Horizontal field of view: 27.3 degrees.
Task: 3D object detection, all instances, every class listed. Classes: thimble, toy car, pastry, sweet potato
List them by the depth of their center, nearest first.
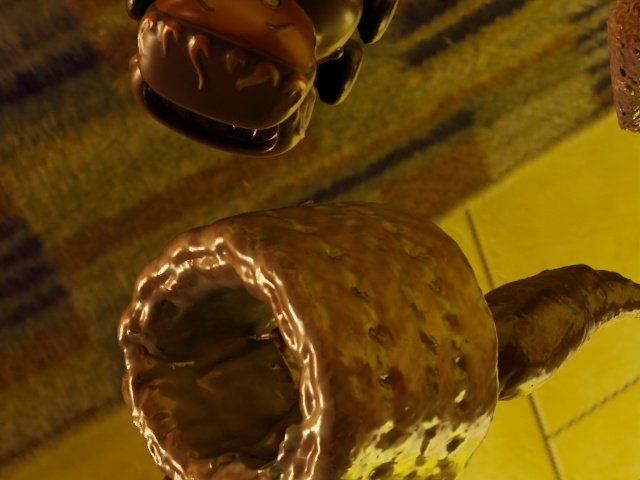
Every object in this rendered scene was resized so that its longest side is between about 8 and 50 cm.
[{"bbox_3d":[-0.015,0.073,0.808,0.148,0.229,0.195,-7,109,-39],"label":"thimble"},{"bbox_3d":[-0.084,-0.201,1.352,0.271,0.240,0.340,22,145,-4],"label":"toy car"},{"bbox_3d":[0.391,-0.216,1.558,0.112,0.102,0.265,-4,152,2],"label":"pastry"},{"bbox_3d":[0.281,0.099,1.599,0.423,0.131,0.130,-15,119,-47],"label":"sweet potato"}]

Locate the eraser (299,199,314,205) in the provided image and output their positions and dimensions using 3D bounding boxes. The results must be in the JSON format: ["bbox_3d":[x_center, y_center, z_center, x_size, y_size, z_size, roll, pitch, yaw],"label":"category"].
[{"bbox_3d":[0.000,0.000,1.404,0.019,0.038,0.083,-26,101,11],"label":"eraser"}]

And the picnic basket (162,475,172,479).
[{"bbox_3d":[-0.083,0.387,1.156,0.291,0.254,0.321,29,93,-22],"label":"picnic basket"}]
